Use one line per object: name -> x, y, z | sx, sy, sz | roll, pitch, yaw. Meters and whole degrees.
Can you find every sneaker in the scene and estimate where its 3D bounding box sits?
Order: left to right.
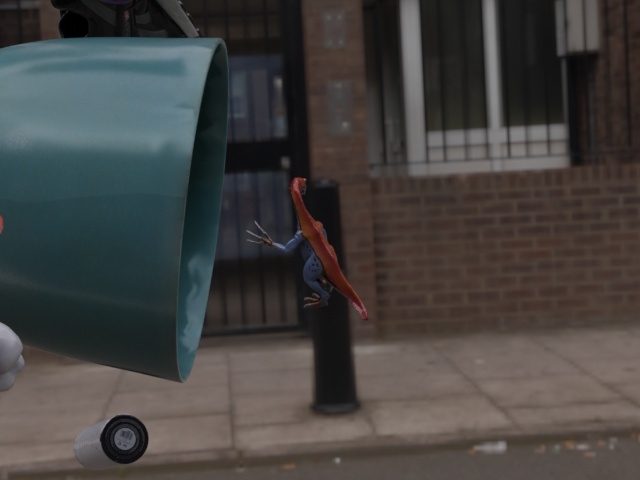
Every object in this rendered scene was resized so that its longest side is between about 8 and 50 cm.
sneaker -> -0.215, -0.237, 1.202 | 0.124, 0.107, 0.283 | -41, -24, -5

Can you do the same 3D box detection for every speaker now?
speaker -> -0.238, 0.229, 1.285 | 0.055, 0.055, 0.136 | -5, -12, -26

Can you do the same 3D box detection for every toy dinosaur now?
toy dinosaur -> 0.000, 0.000, 0.761 | 0.090, 0.082, 0.047 | 14, 33, 26

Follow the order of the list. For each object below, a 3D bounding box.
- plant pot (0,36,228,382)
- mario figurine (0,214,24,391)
plant pot -> -0.213, -0.039, 0.968 | 0.235, 0.293, 0.293 | 7, 3, 0
mario figurine -> -0.236, 0.072, 0.603 | 0.170, 0.321, 0.198 | 12, 34, -20
